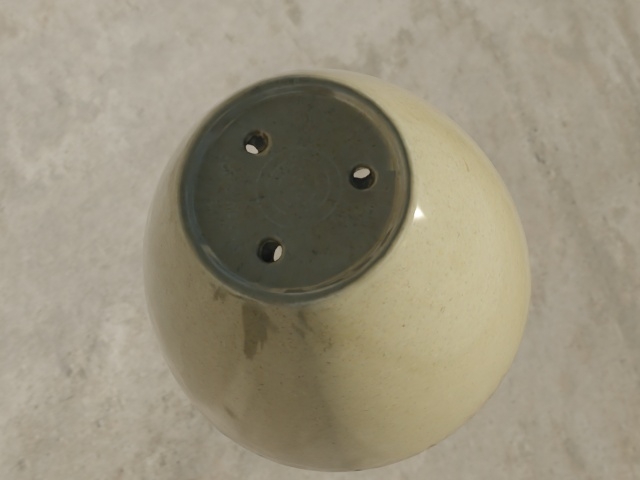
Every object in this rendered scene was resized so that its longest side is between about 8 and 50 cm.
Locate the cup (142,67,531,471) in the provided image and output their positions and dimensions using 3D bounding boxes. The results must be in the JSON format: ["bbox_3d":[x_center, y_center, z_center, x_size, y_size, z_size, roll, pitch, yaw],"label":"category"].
[{"bbox_3d":[0.000,0.000,0.839,0.237,0.331,0.331,65,16,-71],"label":"cup"}]
